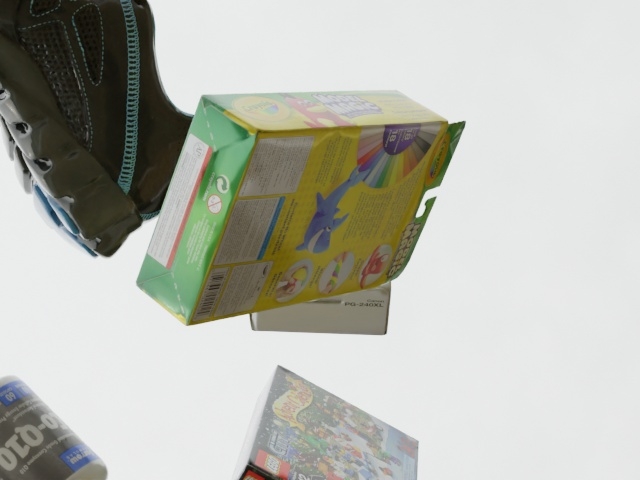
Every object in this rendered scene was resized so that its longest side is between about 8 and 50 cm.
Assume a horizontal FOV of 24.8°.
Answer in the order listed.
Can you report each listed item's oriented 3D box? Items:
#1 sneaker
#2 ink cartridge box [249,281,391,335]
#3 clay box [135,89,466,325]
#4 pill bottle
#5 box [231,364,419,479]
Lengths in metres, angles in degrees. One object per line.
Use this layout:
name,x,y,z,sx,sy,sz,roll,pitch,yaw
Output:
sneaker,-0.201,-0.157,1.009,0.140,0.125,0.341,-38,-67,-18
ink cartridge box,0.000,0.000,1.154,0.063,0.109,0.150,92,179,-48
clay box,-0.004,-0.026,0.899,0.222,0.053,0.127,-9,-53,-53
pill bottle,-0.206,0.171,1.070,0.078,0.137,0.078,-45,-13,-14
box,0.008,0.205,1.303,0.159,0.233,0.044,29,-74,-4
